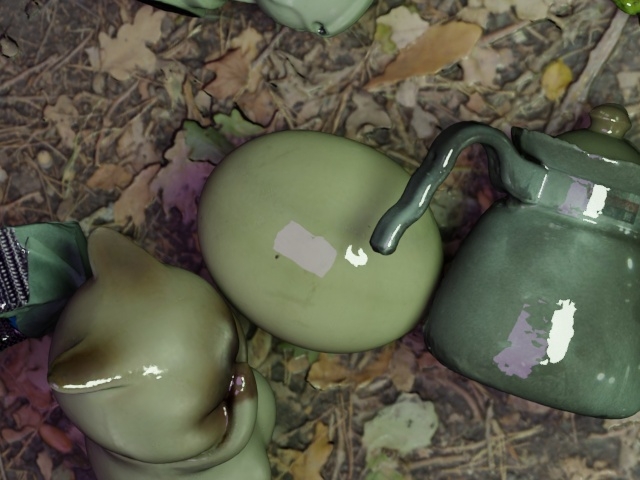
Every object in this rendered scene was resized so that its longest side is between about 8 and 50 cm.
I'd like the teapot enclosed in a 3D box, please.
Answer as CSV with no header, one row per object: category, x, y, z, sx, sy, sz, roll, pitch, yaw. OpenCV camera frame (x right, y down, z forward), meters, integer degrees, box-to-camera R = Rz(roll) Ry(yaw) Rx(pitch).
teapot,0.202,-0.005,1.592,0.305,0.223,0.285,18,94,-2

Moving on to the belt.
belt,-0.374,0.062,1.836,0.260,0.325,0.122,-23,82,2

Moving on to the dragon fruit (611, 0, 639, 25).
dragon fruit,0.338,-0.333,1.524,0.269,0.198,0.200,-33,102,33

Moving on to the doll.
doll,-0.155,0.168,1.731,0.226,0.370,0.215,12,59,9

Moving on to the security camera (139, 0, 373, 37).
security camera,-0.059,-0.314,1.717,0.277,0.197,0.191,13,92,18

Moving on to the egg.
egg,0.000,0.000,1.697,0.269,0.219,0.219,33,109,14
